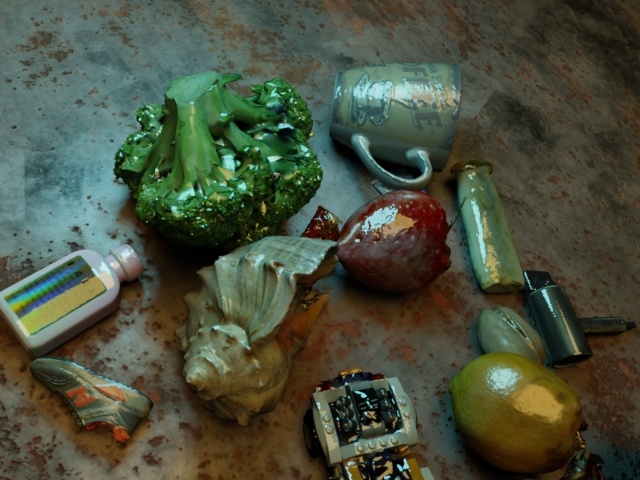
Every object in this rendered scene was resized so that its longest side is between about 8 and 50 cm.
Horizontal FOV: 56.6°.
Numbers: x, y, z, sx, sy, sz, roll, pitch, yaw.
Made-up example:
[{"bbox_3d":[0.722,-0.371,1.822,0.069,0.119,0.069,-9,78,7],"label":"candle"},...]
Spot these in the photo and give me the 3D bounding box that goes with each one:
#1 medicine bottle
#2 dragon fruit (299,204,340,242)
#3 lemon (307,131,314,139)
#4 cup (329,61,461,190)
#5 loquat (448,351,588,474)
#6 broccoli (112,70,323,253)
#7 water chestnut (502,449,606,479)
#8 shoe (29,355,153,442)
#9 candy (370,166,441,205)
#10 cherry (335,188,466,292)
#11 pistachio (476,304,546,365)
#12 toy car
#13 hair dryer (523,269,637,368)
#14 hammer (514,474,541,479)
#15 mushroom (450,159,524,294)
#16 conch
[{"bbox_3d":[-0.397,0.084,0.967,0.219,0.078,0.115,-34,71,-30],"label":"medicine bottle"},{"bbox_3d":[0.000,0.000,1.114,0.083,0.106,0.162,31,54,3],"label":"dragon fruit"},{"bbox_3d":[-0.059,-0.232,1.264,0.092,0.065,0.065,11,57,2],"label":"lemon"},{"bbox_3d":[0.146,-0.234,1.249,0.257,0.227,0.301,5,63,2],"label":"cup"},{"bbox_3d":[0.321,0.283,0.972,0.234,0.187,0.176,24,47,28],"label":"loquat"},{"bbox_3d":[-0.180,-0.139,1.042,0.310,0.321,0.413,49,52,-19],"label":"broccoli"},{"bbox_3d":[0.319,0.441,0.828,0.289,0.289,0.244,10,42,-10],"label":"water chestnut"},{"bbox_3d":[-0.354,0.237,0.893,0.194,0.074,0.077,24,61,-3],"label":"shoe"},{"bbox_3d":[0.181,-0.100,1.269,0.088,0.038,0.136,-32,64,-15],"label":"candy"},{"bbox_3d":[0.131,0.002,1.099,0.249,0.192,0.175,-11,38,-27],"label":"cherry"},{"bbox_3d":[0.348,0.187,1.094,0.113,0.113,0.149,-21,62,-25],"label":"pistachio"},{"bbox_3d":[0.080,0.345,0.922,0.193,0.118,0.301,-6,60,-16],"label":"toy car"},{"bbox_3d":[0.536,0.150,1.204,0.248,0.078,0.196,4,57,-24],"label":"hair dryer"},{"bbox_3d":[0.386,0.346,1.043,0.028,0.060,0.195,31,52,5],"label":"hammer"},{"bbox_3d":[0.345,-0.037,1.252,0.100,0.081,0.312,-1,64,-13],"label":"mushroom"},{"bbox_3d":[-0.100,0.100,0.938,0.210,0.297,0.352,30,33,-2],"label":"conch"}]
